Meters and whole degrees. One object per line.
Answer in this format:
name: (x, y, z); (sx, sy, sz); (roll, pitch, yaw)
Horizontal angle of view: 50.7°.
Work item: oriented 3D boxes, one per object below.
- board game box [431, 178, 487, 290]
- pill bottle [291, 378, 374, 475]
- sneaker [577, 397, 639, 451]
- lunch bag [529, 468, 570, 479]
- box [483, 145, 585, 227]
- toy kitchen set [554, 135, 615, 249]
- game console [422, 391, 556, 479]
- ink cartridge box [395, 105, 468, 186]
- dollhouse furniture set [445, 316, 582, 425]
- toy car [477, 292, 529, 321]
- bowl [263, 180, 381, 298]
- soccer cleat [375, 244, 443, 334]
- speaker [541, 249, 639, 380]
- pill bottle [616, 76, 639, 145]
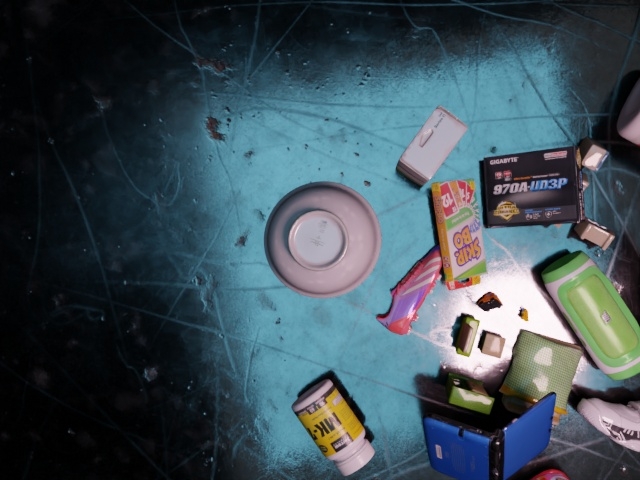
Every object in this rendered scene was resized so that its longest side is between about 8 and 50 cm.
board game box: (0.336, -0.015, 1.623); (0.124, 0.039, 0.259); (-9, 93, -36)
pill bottle: (0.033, 0.455, 1.645); (0.119, 0.119, 0.208); (-36, 88, 4)
sneaker: (0.796, 0.398, 1.577); (0.366, 0.137, 0.210); (24, 91, -1)
lunch bag: (0.503, 0.689, 1.594); (0.293, 0.120, 0.258); (-33, 96, 0)
box: (0.497, -0.121, 1.580); (0.220, 0.051, 0.175); (-3, 91, 38)
toy kitchen set: (0.656, -0.112, 1.606); (0.166, 0.122, 0.207); (28, 113, 4)
game console: (0.390, 0.445, 1.565); (0.250, 0.293, 0.173); (14, 54, 25)
ink cartridge box: (0.254, -0.213, 1.572); (0.087, 0.208, 0.153); (36, 94, 3)
dollhouse furniture set: (0.466, 0.314, 1.590); (0.302, 0.151, 0.197); (16, 92, 4)
toy car: (0.448, 0.164, 1.658); (0.122, 0.060, 0.040); (29, 49, -12)
bowl: (0.000, 0.000, 1.635); (0.298, 0.134, 0.297); (0, 91, 4)
soccer cleat: (0.226, 0.113, 1.647); (0.095, 0.083, 0.248); (27, 95, 8)
speaker: (0.648, 0.175, 1.588); (0.131, 0.131, 0.296); (-33, 88, 4)
pill bottle: (0.906, -0.248, 1.509); (0.408, 0.229, 0.229); (27, 93, 4)
